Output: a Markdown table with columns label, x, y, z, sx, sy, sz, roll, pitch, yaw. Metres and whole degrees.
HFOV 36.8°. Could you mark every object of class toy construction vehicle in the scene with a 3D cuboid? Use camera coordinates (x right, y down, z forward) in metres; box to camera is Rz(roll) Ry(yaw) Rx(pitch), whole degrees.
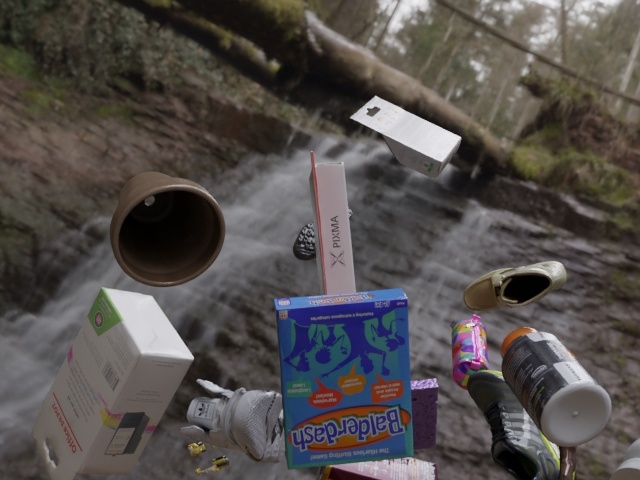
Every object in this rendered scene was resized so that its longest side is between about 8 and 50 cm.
| label | x | y | z | sx | sy | sz | roll | pitch | yaw |
| --- | --- | --- | --- | --- | --- | --- | --- | --- | --- |
| toy construction vehicle | -0.250 | 0.488 | 2.200 | 0.035 | 0.098 | 0.085 | -82 | 153 | -80 |

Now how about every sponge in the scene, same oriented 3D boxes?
| label | x | y | z | sx | sy | sz | roll | pitch | yaw |
| --- | --- | --- | --- | --- | --- | --- | --- | --- | --- |
| sponge | 0.222 | 0.424 | 2.320 | 0.117 | 0.031 | 0.210 | -6 | -55 | -5 |

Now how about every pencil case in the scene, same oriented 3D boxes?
| label | x | y | z | sx | sy | sz | roll | pitch | yaw |
| --- | --- | --- | --- | --- | --- | --- | --- | --- | --- |
| pencil case | 0.388 | 0.290 | 2.500 | 0.104 | 0.104 | 0.236 | 28 | 25 | -8 |

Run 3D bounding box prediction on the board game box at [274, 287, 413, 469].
| label | x | y | z | sx | sy | sz | roll | pitch | yaw |
| --- | --- | --- | --- | --- | --- | --- | --- | --- | --- |
| board game box | 0.030 | 0.170 | 1.183 | 0.160 | 0.210 | 0.047 | -5 | 15 | -5 |

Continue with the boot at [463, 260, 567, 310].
| label | x | y | z | sx | sy | sz | roll | pitch | yaw |
| --- | --- | --- | --- | --- | --- | --- | --- | --- | --- |
| boot | 0.361 | 0.096 | 1.864 | 0.213 | 0.077 | 0.165 | -17 | -2 | 24 |

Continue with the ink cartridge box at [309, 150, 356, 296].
| label | x | y | z | sx | sy | sz | roll | pitch | yaw |
| --- | --- | --- | --- | --- | --- | --- | --- | --- | --- |
| ink cartridge box | 0.024 | 0.003 | 1.760 | 0.066 | 0.296 | 0.261 | -5 | -7 | -3 |

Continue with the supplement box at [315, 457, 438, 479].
| label | x | y | z | sx | sy | sz | roll | pitch | yaw |
| --- | --- | --- | --- | --- | --- | --- | --- | --- | --- |
| supplement box | 0.088 | 0.406 | 1.581 | 0.188 | 0.104 | 0.080 | 15 | 26 | -2 |

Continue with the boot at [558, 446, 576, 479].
| label | x | y | z | sx | sy | sz | roll | pitch | yaw |
| --- | --- | --- | --- | --- | --- | --- | --- | --- | --- |
| boot | 0.456 | 0.413 | 1.791 | 0.037 | 0.114 | 0.106 | -8 | -72 | 24 |

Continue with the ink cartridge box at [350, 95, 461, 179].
| label | x | y | z | sx | sy | sz | roll | pitch | yaw |
| --- | --- | --- | --- | --- | --- | --- | --- | --- | --- |
| ink cartridge box | 0.186 | -0.229 | 2.133 | 0.225 | 0.181 | 0.056 | 26 | -60 | 11 |

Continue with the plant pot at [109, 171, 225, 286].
| label | x | y | z | sx | sy | sz | roll | pitch | yaw |
| --- | --- | --- | --- | --- | --- | --- | --- | --- | --- |
| plant pot | -0.382 | -0.052 | 2.276 | 0.263 | 0.263 | 0.229 | 36 | 6 | -34 |

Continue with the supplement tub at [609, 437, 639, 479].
| label | x | y | z | sx | sy | sz | roll | pitch | yaw |
| --- | --- | --- | --- | --- | --- | --- | --- | --- | --- |
| supplement tub | 0.747 | 0.449 | 1.892 | 0.235 | 0.325 | 0.235 | 37 | -38 | 37 |

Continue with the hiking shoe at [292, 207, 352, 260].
| label | x | y | z | sx | sy | sz | roll | pitch | yaw |
| --- | --- | --- | --- | --- | --- | --- | --- | --- | --- |
| hiking shoe | 0.000 | 0.000 | 2.356 | 0.086 | 0.227 | 0.114 | 35 | -47 | 11 |

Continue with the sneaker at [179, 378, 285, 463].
| label | x | y | z | sx | sy | sz | roll | pitch | yaw |
| --- | --- | --- | --- | --- | --- | --- | --- | --- | --- |
| sneaker | -0.183 | 0.359 | 1.936 | 0.210 | 0.137 | 0.366 | 14 | -16 | 11 |

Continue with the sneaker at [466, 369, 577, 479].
| label | x | y | z | sx | sy | sz | roll | pitch | yaw |
| --- | --- | --- | --- | --- | --- | --- | --- | --- | --- |
| sneaker | 0.385 | 0.384 | 1.934 | 0.121 | 0.111 | 0.300 | -5 | 46 | -40 |

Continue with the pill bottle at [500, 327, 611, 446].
| label | x | y | z | sx | sy | sz | roll | pitch | yaw |
| --- | --- | --- | --- | --- | --- | --- | --- | --- | --- |
| pill bottle | 0.402 | 0.246 | 1.707 | 0.130 | 0.130 | 0.245 | 32 | 13 | -22 |

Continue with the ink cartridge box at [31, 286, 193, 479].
| label | x | y | z | sx | sy | sz | roll | pitch | yaw |
| --- | --- | --- | --- | --- | --- | --- | --- | --- | --- |
| ink cartridge box | -0.397 | 0.292 | 1.800 | 0.119 | 0.353 | 0.207 | 14 | 24 | -42 |
